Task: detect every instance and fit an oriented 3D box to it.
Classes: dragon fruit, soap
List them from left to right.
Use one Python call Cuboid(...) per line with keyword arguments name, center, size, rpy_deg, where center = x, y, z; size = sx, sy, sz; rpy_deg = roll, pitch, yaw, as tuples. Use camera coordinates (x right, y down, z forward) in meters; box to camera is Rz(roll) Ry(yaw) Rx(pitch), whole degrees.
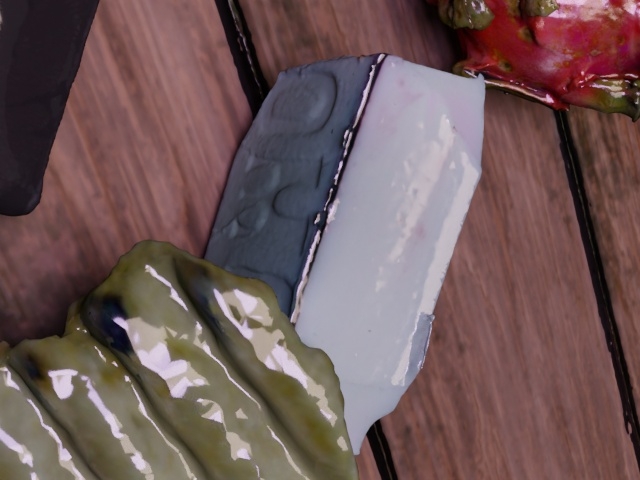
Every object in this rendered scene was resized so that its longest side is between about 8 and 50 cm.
Cuboid(name="soap", center=(0.000, 0.000, 0.588), size=(0.091, 0.145, 0.230), rpy_deg=(18, 86, -34))
Cuboid(name="dragon fruit", center=(0.157, -0.155, 0.671), size=(0.172, 0.166, 0.160), rpy_deg=(-1, 140, -5))

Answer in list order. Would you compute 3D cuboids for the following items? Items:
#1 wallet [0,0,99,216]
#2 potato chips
Cuboid(name="wallet", center=(-0.276, -0.150, 0.442), size=(0.378, 0.051, 0.197), rpy_deg=(17, 89, -34))
Cuboid(name="potato chips", center=(-0.154, 0.206, 0.519), size=(0.373, 0.097, 0.389), rpy_deg=(-10, 105, -9))
